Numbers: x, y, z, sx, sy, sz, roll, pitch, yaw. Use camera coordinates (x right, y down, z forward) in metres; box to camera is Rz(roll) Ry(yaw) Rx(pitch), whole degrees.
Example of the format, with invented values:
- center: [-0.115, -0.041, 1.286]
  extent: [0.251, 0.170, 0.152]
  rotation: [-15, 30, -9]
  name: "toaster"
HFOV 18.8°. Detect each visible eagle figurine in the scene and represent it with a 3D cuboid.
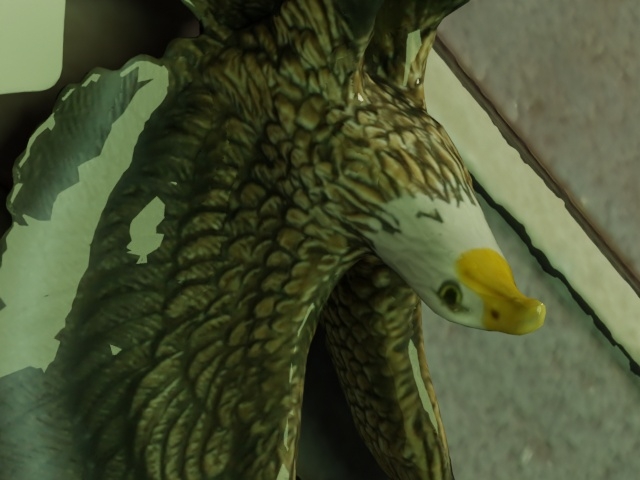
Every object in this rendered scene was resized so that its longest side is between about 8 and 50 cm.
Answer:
- center: [0.002, 0.005, 0.681]
  extent: [0.226, 0.225, 0.298]
  rotation: [16, 110, -6]
  name: "eagle figurine"

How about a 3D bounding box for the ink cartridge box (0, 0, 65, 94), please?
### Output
- center: [-0.140, -0.144, 0.604]
  extent: [0.115, 0.067, 0.198]
  rotation: [-9, 111, -37]
  name: "ink cartridge box"
